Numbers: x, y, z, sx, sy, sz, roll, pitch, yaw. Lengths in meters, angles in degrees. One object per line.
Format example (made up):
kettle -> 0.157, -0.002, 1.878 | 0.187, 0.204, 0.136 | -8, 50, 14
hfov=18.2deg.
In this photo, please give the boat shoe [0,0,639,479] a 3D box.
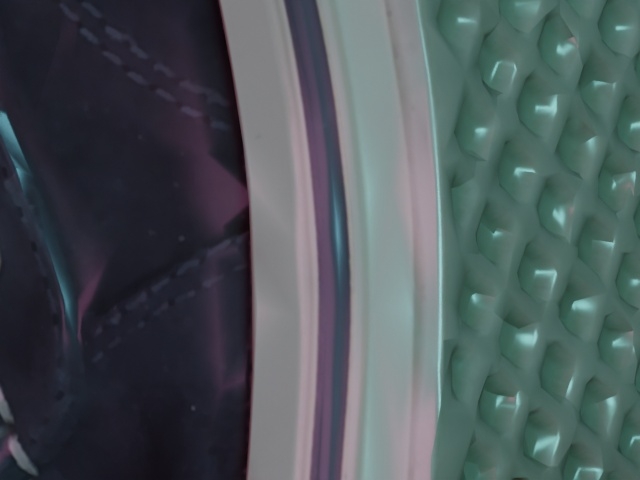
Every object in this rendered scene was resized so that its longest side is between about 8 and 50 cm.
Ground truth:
boat shoe -> 0.000, 0.000, 0.406 | 0.156, 0.187, 0.500 | -5, 99, 43
